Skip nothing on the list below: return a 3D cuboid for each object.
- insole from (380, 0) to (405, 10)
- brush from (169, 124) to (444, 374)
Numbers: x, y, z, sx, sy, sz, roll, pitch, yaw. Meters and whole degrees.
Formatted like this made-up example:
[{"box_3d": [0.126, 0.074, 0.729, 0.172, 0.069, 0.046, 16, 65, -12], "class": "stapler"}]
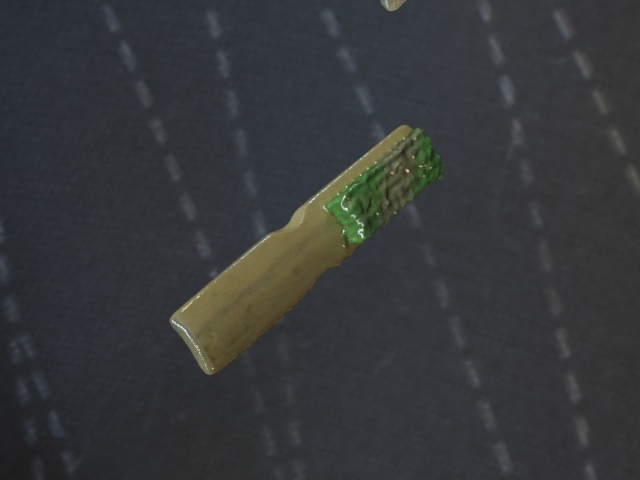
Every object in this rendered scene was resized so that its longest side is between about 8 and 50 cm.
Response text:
[{"box_3d": [0.098, -0.245, 1.359, 0.192, 0.010, 0.063, -49, 141, -39], "class": "insole"}, {"box_3d": [0.000, 0.000, 1.244, 0.282, 0.048, 0.054, -40, 103, -36], "class": "brush"}]
